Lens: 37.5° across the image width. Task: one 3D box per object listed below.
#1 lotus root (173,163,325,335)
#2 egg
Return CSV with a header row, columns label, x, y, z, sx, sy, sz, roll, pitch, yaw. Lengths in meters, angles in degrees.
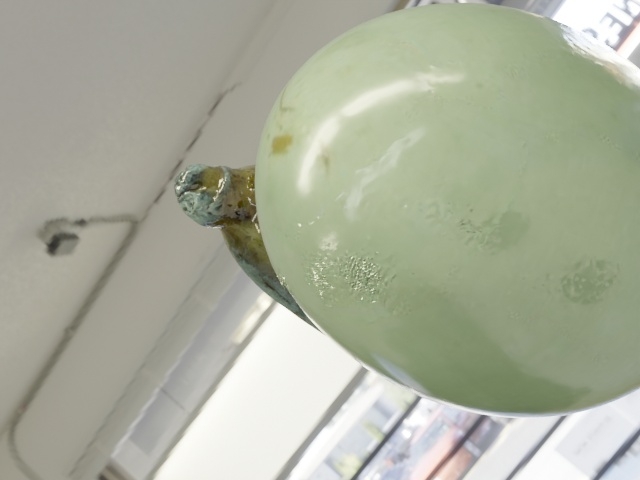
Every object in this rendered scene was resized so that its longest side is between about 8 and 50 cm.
label,x,y,z,sx,sy,sz,roll,pitch,yaw
lotus root,0.000,0.000,0.967,0.158,0.322,0.140,-36,25,49
egg,0.092,-0.012,0.492,0.282,0.203,0.203,16,-61,-37
